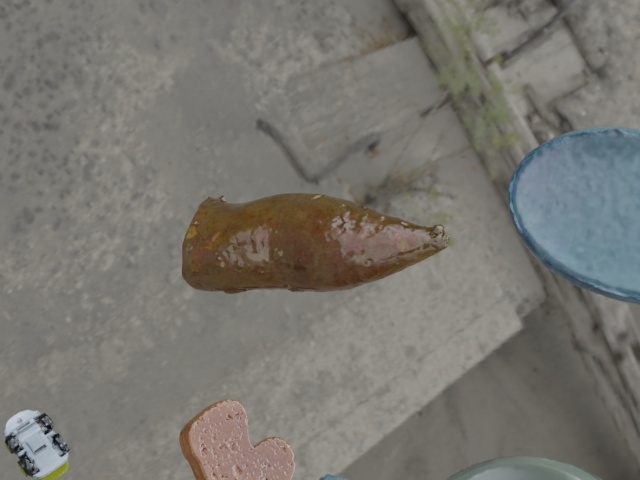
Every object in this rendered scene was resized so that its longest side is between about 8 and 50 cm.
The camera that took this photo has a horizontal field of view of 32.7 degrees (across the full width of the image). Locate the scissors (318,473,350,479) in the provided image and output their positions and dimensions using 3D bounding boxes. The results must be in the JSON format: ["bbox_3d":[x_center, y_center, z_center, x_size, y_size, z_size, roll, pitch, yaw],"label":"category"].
[{"bbox_3d":[0.158,0.373,1.435,0.191,0.360,0.029,44,61,-42],"label":"scissors"}]

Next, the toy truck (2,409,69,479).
[{"bbox_3d":[-0.424,0.309,1.628,0.076,0.077,0.111,-32,64,-22],"label":"toy truck"}]

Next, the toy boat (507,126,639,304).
[{"bbox_3d":[0.399,-0.030,1.379,0.123,0.329,0.215,10,92,-63],"label":"toy boat"}]

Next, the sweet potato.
[{"bbox_3d":[0.000,0.003,1.319,0.131,0.336,0.131,-1,90,-68],"label":"sweet potato"}]

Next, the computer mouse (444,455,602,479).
[{"bbox_3d":[0.164,0.331,0.825,0.095,0.197,0.331,13,72,-71],"label":"computer mouse"}]

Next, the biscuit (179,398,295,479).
[{"bbox_3d":[-0.127,0.333,1.701,0.186,0.036,0.192,-37,106,-46],"label":"biscuit"}]
